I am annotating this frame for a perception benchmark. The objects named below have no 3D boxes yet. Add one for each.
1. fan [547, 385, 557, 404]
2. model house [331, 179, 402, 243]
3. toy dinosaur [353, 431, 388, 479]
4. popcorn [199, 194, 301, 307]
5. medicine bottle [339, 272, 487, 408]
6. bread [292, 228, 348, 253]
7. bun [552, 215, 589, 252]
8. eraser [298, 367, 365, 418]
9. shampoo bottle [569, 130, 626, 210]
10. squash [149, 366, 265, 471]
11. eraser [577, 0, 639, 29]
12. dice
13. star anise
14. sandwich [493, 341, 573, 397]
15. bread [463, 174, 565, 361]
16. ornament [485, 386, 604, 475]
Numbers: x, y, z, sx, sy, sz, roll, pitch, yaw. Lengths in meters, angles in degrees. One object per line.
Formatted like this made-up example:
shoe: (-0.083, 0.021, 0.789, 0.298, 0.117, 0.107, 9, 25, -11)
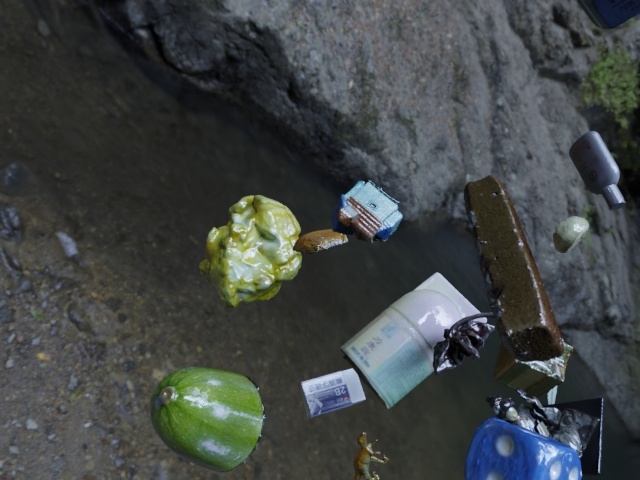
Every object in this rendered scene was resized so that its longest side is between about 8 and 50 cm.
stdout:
fan: (0.567, 0.508, 1.390, 0.233, 0.012, 0.415, -25, 125, -26)
model house: (0.085, -0.046, 1.246, 0.148, 0.119, 0.148, 42, 42, 12)
toy dinosaur: (0.095, 0.557, 1.376, 0.126, 0.162, 0.039, 43, 6, -21)
popcorn: (-0.204, 0.035, 1.688, 0.293, 0.334, 0.292, 47, -7, 5)
medicine bottle: (0.284, 0.294, 1.695, 0.236, 0.406, 0.236, 50, -9, 11)
bread: (0.000, 0.000, 1.442, 0.129, 0.126, 0.044, -13, 101, -32)
bun: (0.522, -0.017, 1.169, 0.055, 0.086, 0.086, 43, 17, 26)
eraser: (0.040, 0.539, 1.965, 0.210, 0.068, 0.125, -12, 66, -18)
shampoo bottle: (0.567, -0.138, 1.129, 0.040, 0.080, 0.165, -4, 62, -20)
squash: (-0.372, 0.514, 1.617, 0.308, 0.310, 0.311, 29, 41, -52)
eraser: (0.549, -0.436, 0.916, 0.082, 0.225, 0.036, 32, 48, -32)
dice: (0.339, 0.392, 0.936, 0.146, 0.143, 0.146, 29, 81, -33)
star anise: (0.376, 0.266, 1.478, 0.089, 0.231, 0.209, 44, -12, -6)
sandwich: (0.645, 0.322, 1.662, 0.155, 0.198, 0.227, 23, 57, 6)
bread: (0.406, 0.051, 1.208, 0.165, 0.113, 0.417, 49, 29, -42)
ornament: (0.417, 0.350, 1.076, 0.196, 0.153, 0.166, 33, 54, -17)
